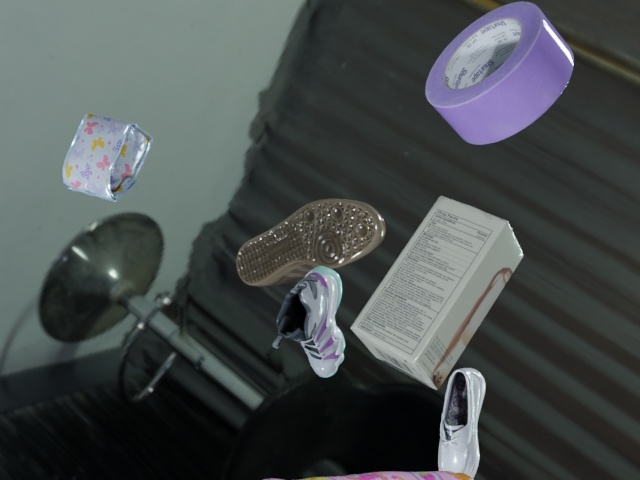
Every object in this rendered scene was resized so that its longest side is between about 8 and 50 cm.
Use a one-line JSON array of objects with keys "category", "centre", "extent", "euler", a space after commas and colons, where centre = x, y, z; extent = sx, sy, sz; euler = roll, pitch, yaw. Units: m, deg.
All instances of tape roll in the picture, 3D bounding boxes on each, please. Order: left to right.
[{"category": "tape roll", "centre": [0.240, -0.226, 1.261], "extent": [0.080, 0.189, 0.189], "euler": [42, 82, -29]}]

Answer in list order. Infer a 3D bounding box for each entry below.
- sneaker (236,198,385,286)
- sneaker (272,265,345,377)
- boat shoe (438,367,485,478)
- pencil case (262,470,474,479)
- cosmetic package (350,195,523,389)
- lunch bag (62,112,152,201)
[{"category": "sneaker", "centre": [0.000, 0.000, 0.912], "extent": [0.071, 0.188, 0.066], "euler": [-6, 82, -48]}, {"category": "sneaker", "centre": [-0.014, 0.074, 0.731], "extent": [0.069, 0.038, 0.098], "euler": [-32, 124, -48]}, {"category": "boat shoe", "centre": [0.206, 0.281, 1.392], "extent": [0.063, 0.066, 0.184], "euler": [21, 82, -53]}, {"category": "pencil case", "centre": [0.060, 0.329, 1.072], "extent": [0.284, 0.124, 0.124], "euler": [6, 119, -27]}, {"category": "cosmetic package", "centre": [0.208, 0.089, 1.635], "extent": [0.296, 0.153, 0.129], "euler": [-54, 141, -12]}, {"category": "lunch bag", "centre": [-0.229, -0.085, 0.993], "extent": [0.053, 0.071, 0.083], "euler": [43, 64, -58]}]
